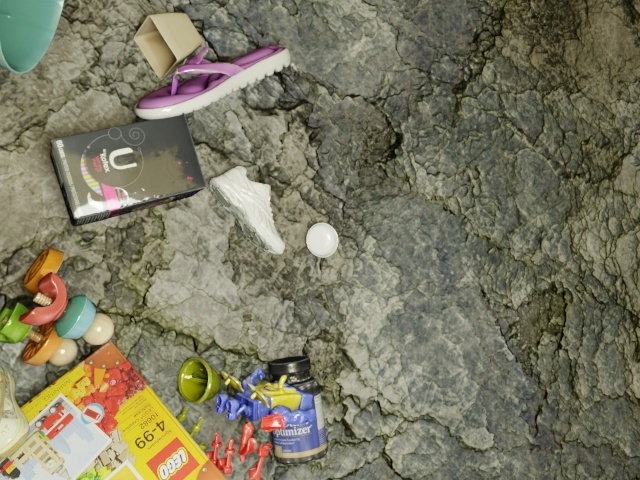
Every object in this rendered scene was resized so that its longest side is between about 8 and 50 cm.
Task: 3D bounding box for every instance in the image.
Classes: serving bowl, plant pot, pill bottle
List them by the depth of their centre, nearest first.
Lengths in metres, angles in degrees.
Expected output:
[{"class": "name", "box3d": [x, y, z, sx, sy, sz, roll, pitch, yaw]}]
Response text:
[{"class": "plant pot", "box3d": [-0.640, -0.489, 1.176, 0.235, 0.293, 0.293, 18, 78, -7]}, {"class": "plant pot", "box3d": [-0.326, -0.438, 1.401, 0.096, 0.109, 0.109, -39, 101, -34]}, {"class": "pill bottle", "box3d": [-0.056, 0.377, 1.431, 0.122, 0.123, 0.219, -7, 88, -24]}, {"class": "serving bowl", "box3d": [0.000, 0.000, 1.539, 0.083, 0.027, 0.083, 2, 85, -24]}]

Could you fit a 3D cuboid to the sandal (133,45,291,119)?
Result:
[{"class": "sandal", "box3d": [-0.240, -0.369, 1.381, 0.416, 0.169, 0.102, -37, 124, -39]}]

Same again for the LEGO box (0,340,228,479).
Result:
[{"class": "LEGO box", "box3d": [-0.452, 0.491, 1.118, 0.500, 0.193, 0.372, -39, 64, -22]}]

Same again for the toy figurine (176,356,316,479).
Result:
[{"class": "toy figurine", "box3d": [-0.125, 0.355, 1.312, 0.217, 0.362, 0.191, 5, 91, -38]}]

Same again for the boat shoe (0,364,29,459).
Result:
[{"class": "boat shoe", "box3d": [-0.600, 0.269, 1.125, 0.104, 0.285, 0.089, -41, 133, -24]}]

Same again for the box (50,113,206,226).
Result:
[{"class": "box", "box3d": [-0.398, -0.145, 1.318, 0.270, 0.143, 0.165, -18, 92, -24]}]

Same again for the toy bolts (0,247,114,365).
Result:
[{"class": "toy bolts", "box3d": [-0.489, 0.133, 1.226, 0.158, 0.228, 0.218, 38, 57, -30]}]

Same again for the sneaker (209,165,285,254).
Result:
[{"class": "sneaker", "box3d": [-0.141, -0.074, 1.454, 0.115, 0.090, 0.232, -42, 103, -24]}]
